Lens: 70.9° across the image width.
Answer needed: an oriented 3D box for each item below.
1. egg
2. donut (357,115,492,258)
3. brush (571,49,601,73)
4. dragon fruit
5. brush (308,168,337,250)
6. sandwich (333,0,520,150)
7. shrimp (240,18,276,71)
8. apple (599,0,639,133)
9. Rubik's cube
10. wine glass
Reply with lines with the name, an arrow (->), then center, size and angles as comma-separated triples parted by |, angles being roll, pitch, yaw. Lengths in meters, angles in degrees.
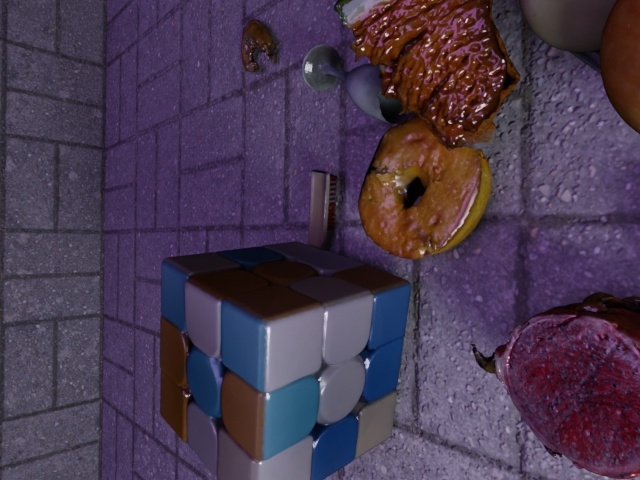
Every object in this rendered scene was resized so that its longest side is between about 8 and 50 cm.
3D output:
egg -> 0.345, -0.357, 0.537 | 0.188, 0.189, 0.253 | 49, 153, 35
donut -> 0.177, -0.089, 0.786 | 0.254, 0.118, 0.253 | -1, 89, 48
brush -> 0.416, -0.209, 0.596 | 0.062, 0.027, 0.266 | -45, 57, 19
dragon fruit -> 0.350, 0.168, 0.579 | 0.282, 0.147, 0.210 | 3, 95, 60
brush -> 0.000, 0.000, 1.029 | 0.060, 0.050, 0.320 | 19, 110, 43
sandwich -> 0.187, -0.277, 0.660 | 0.251, 0.162, 0.301 | -16, 95, 31
shrimp -> -0.170, -0.519, 1.219 | 0.187, 0.052, 0.132 | 55, 139, 41
apple -> 0.406, -0.183, 0.411 | 0.242, 0.242, 0.241 | -49, 26, 35
Rubik's cube -> -0.077, 0.214, 0.859 | 0.344, 0.347, 0.346 | 20, 111, 45
wine glass -> 0.099, -0.382, 0.845 | 0.309, 0.096, 0.264 | 47, 121, 51
